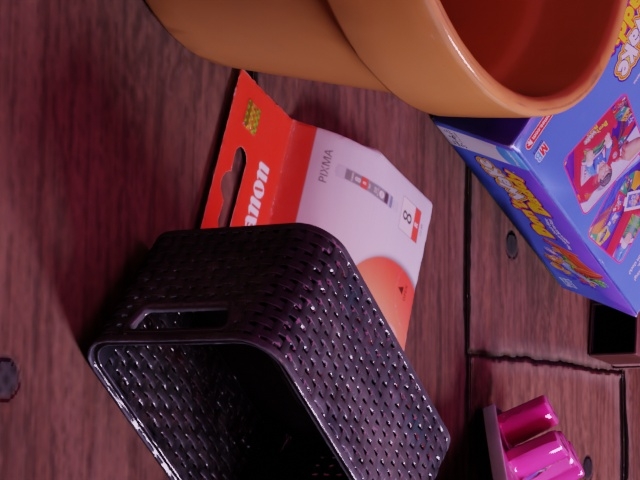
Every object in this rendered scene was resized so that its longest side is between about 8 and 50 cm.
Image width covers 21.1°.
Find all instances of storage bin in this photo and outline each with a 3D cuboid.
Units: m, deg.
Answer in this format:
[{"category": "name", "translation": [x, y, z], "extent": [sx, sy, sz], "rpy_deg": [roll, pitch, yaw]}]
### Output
[{"category": "storage bin", "translation": [-0.023, 0.084, 0.908], "extent": [0.180, 0.122, 0.084], "rpy_deg": [60, 42, -34]}]

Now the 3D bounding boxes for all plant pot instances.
[{"category": "plant pot", "translation": [0.022, -0.202, 0.930], "extent": [0.291, 0.203, 0.291], "rpy_deg": [10, 78, -56]}]

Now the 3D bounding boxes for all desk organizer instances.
[{"category": "desk organizer", "translation": [0.252, 0.036, 1.403], "extent": [0.050, 0.047, 0.130], "rpy_deg": [22, 69, -51]}]

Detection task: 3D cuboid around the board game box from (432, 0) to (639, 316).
[{"category": "board game box", "translation": [0.253, -0.150, 1.276], "extent": [0.347, 0.078, 0.233], "rpy_deg": [-55, 136, -13]}]

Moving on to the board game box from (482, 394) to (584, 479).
[{"category": "board game box", "translation": [0.224, 0.341, 1.118], "extent": [0.390, 0.050, 0.390], "rpy_deg": [60, 12, -21]}]

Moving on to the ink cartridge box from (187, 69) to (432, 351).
[{"category": "ink cartridge box", "translation": [0.000, 0.000, 1.025], "extent": [0.179, 0.045, 0.145], "rpy_deg": [44, 51, -49]}]
